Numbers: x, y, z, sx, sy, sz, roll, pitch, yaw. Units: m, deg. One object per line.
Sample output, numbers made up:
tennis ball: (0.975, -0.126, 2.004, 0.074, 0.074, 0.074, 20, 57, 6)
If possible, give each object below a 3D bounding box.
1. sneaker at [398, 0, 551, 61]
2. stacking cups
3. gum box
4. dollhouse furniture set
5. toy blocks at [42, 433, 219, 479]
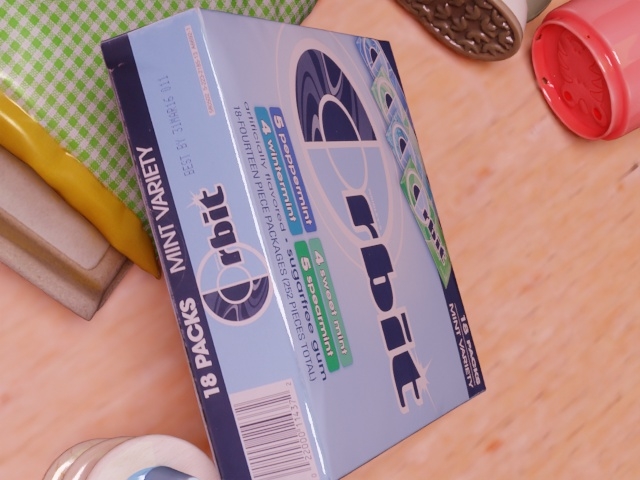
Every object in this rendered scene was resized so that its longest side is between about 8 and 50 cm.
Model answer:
sneaker: (0.034, -0.170, 0.641, 0.192, 0.064, 0.086, 43, 64, -9)
stacking cups: (0.239, -0.145, 0.690, 0.316, 0.096, 0.096, -25, 91, -20)
gum box: (0.000, 0.000, 0.549, 0.041, 0.184, 0.157, -17, 87, 21)
dollhouse furniture set: (-0.121, -0.127, 0.508, 0.301, 0.151, 0.197, 38, 72, -20)
toy blocks: (-0.057, 0.129, 0.518, 0.054, 0.148, 0.123, -10, 86, -19)
